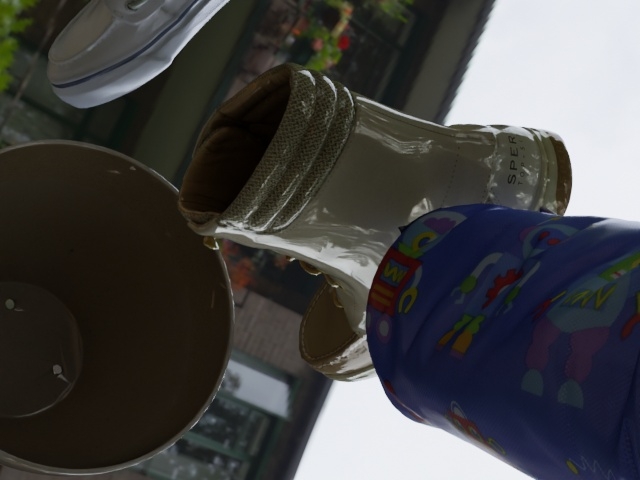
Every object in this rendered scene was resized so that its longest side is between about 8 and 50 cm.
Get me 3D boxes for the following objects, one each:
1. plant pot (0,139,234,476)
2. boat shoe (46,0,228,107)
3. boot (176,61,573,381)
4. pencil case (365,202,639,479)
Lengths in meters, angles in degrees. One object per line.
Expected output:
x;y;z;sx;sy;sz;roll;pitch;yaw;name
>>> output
-0.245;0.078;0.969;0.191;0.284;0.284;-32;-137;53;plant pot
-0.092;-0.168;0.643;0.226;0.076;0.083;-34;-136;19;boat shoe
0.000;0.000;0.680;0.262;0.203;0.095;-44;-137;46;boot
0.117;0.043;0.467;0.133;0.119;0.306;-51;-167;-8;pencil case
